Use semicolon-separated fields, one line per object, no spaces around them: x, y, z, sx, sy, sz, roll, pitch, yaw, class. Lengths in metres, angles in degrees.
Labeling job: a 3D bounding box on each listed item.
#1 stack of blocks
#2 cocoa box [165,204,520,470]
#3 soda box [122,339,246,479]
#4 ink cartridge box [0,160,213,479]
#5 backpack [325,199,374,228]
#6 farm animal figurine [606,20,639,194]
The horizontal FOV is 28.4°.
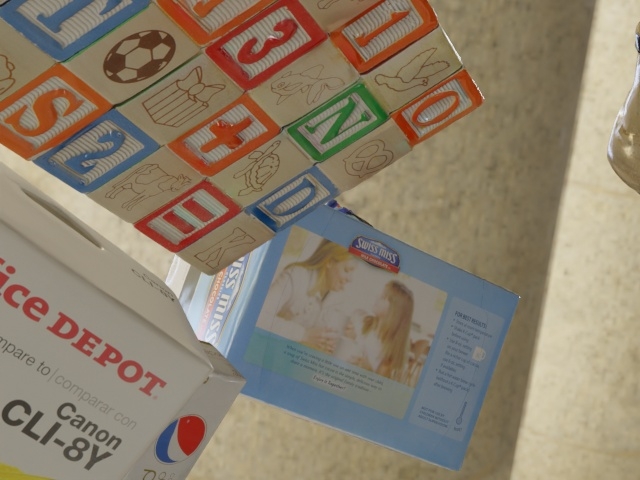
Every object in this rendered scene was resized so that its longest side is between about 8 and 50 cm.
-0.057;-0.102;0.533;0.087;0.171;0.297;62;-169;26;stack of blocks
0.013;0.099;1.487;0.347;0.231;0.228;24;173;-29;cocoa box
-0.161;0.190;1.147;0.074;0.216;0.069;21;-165;-48;soda box
-0.314;0.138;0.962;0.279;0.385;0.160;39;-177;-29;ink cartridge box
0.000;0.000;2.157;0.173;0.158;0.117;45;175;30;backpack
0.291;-0.156;0.664;0.330;0.172;0.327;-12;-117;4;farm animal figurine
